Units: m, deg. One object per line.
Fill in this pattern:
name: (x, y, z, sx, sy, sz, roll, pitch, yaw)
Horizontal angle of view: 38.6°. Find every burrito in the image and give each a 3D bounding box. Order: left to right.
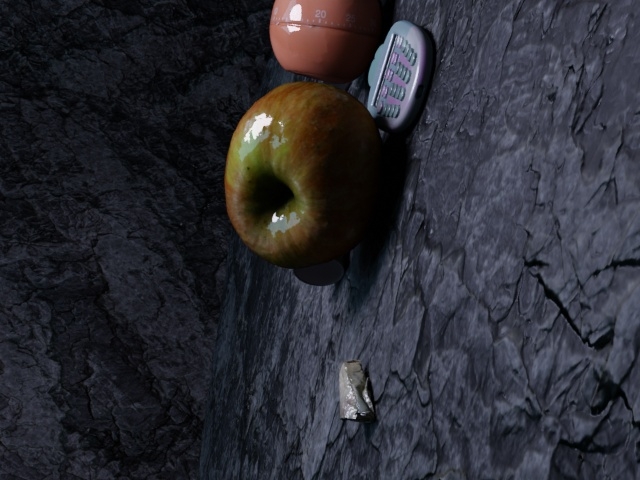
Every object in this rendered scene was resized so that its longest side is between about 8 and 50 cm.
burrito: (0.051, 0.231, 1.362, 0.055, 0.041, 0.149, -58, 18, 23)

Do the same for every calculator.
calculator: (0.132, -0.278, 1.552, 0.299, 0.041, 0.185, -116, 40, -70)

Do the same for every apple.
apple: (-0.016, -0.112, 1.550, 0.250, 0.277, 0.309, -33, -29, -57)

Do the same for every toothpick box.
toothpick box: (0.000, 0.000, 1.744, 0.098, 0.098, 0.149, 116, 163, -50)

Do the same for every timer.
timer: (0.013, -0.433, 1.846, 0.229, 0.230, 0.214, -133, 56, -77)

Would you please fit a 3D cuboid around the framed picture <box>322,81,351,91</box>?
framed picture: (0.046, -0.431, 2.249, 0.338, 0.014, 0.255, 132, 149, -69)
